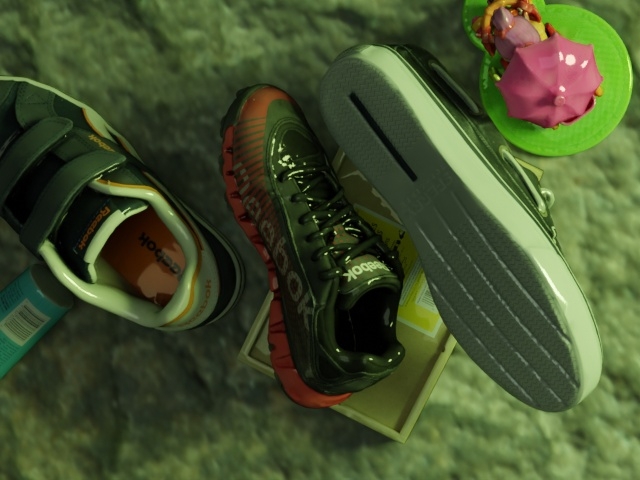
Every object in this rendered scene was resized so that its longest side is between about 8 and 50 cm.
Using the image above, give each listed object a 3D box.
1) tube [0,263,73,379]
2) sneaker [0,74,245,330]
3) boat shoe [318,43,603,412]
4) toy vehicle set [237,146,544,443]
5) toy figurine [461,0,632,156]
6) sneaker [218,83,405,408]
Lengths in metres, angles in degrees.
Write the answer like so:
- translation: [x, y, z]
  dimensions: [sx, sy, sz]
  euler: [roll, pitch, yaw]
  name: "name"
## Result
- translation: [-0.314, 0.106, 1.391]
  dimensions: [0.207, 0.052, 0.080]
  euler: [-41, 81, 15]
  name: "tube"
- translation: [-0.211, -0.039, 1.323]
  dimensions: [0.321, 0.127, 0.126]
  euler: [34, 100, 8]
  name: "sneaker"
- translation: [0.135, -0.026, 1.222]
  dimensions: [0.121, 0.119, 0.335]
  euler: [-35, 84, 45]
  name: "boat shoe"
- translation: [0.060, 0.022, 1.321]
  dimensions: [0.166, 0.035, 0.266]
  euler: [28, 98, 8]
  name: "toy vehicle set"
- translation: [0.174, -0.150, 1.227]
  dimensions: [0.130, 0.159, 0.173]
  euler: [-36, 86, 10]
  name: "toy figurine"
- translation: [0.000, 0.000, 1.238]
  dimensions: [0.135, 0.098, 0.276]
  euler: [-12, 93, 54]
  name: "sneaker"
